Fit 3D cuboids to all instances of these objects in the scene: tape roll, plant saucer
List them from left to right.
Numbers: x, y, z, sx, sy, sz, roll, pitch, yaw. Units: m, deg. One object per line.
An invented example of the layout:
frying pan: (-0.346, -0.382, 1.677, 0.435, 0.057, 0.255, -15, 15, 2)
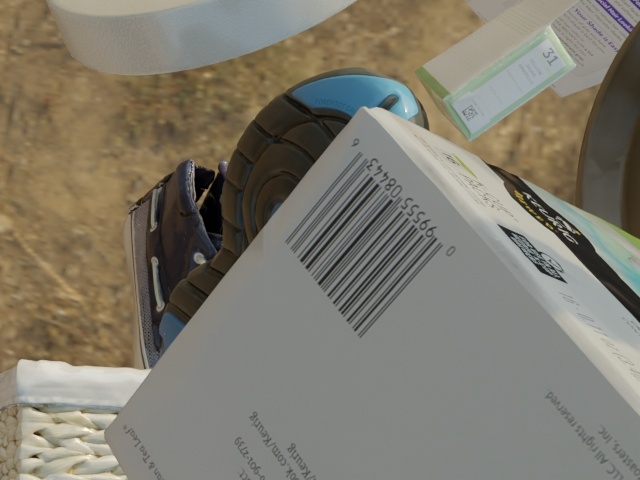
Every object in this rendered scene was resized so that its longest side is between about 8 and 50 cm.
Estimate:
tape roll: (-0.098, -0.300, 1.845, 0.392, 0.392, 0.072, -39, 125, -27)
plant saucer: (0.279, -0.064, 1.256, 0.041, 0.278, 0.277, 15, 89, -26)

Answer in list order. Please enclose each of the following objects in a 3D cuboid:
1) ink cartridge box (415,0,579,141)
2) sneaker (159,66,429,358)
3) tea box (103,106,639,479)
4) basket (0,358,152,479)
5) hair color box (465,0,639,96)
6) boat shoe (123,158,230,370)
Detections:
ink cartridge box: (0.207, -0.194, 1.664, 0.235, 0.171, 0.056, -34, 104, 3)
sneaker: (0.000, 0.000, 1.266, 0.140, 0.341, 0.125, -4, 57, -33)
tea box: (0.135, 0.153, 0.824, 0.323, 0.329, 0.220, 23, 112, -46)
basket: (-0.154, 0.268, 1.636, 0.331, 0.328, 0.266, 4, 76, -20)
hair color box: (0.348, -0.299, 2.069, 0.185, 0.339, 0.110, 41, 63, -19)
boat shoe: (-0.129, 0.072, 1.942, 0.127, 0.158, 0.340, -1, 63, -32)
